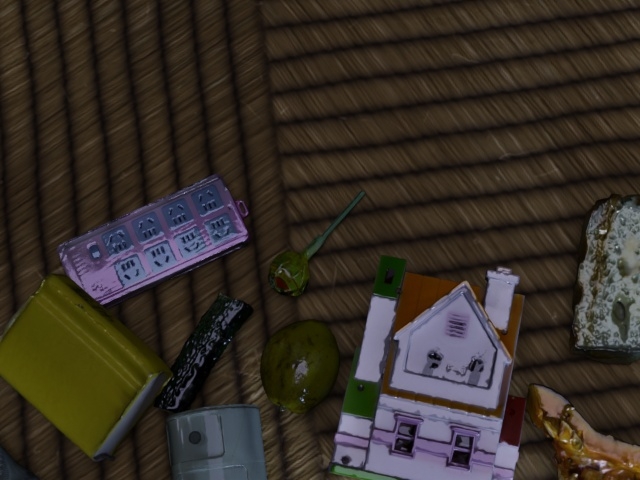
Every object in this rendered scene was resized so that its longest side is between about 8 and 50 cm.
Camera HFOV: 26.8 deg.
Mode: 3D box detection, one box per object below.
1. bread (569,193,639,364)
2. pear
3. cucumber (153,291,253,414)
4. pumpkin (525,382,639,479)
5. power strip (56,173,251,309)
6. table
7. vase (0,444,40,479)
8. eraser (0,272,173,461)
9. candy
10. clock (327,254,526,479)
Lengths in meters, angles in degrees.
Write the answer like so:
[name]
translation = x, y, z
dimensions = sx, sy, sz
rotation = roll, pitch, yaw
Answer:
[bread]
translation = 0.412, 0.052, 1.824
dimensions = 0.128, 0.088, 0.231
rotation = 6, 83, 14
[pear]
translation = -0.029, 0.169, 1.806
dimensions = 0.107, 0.107, 0.131
rotation = 23, 70, 9
[cucumber]
translation = -0.163, 0.157, 1.842
dimensions = 0.058, 0.058, 0.187
rotation = 30, 79, 10
[pumpkin]
translation = 0.345, 0.334, 1.728
dimensions = 0.281, 0.139, 0.190
rotation = 31, 79, 12
[power strip]
translation = -0.233, 0.006, 1.892
dimensions = 0.279, 0.037, 0.109
rotation = -25, 76, -3
[table]
translation = -0.130, 0.332, 1.760
dimensions = 0.126, 0.126, 0.220
rotation = -8, 77, 1
[vase]
translation = -0.478, 0.276, 1.813
dimensions = 0.219, 0.096, 0.096
rotation = 43, 82, 9
[eraser]
translation = -0.327, 0.168, 1.815
dimensions = 0.226, 0.069, 0.158
rotation = 38, 99, 16
[candy]
translation = 0.000, 0.000, 1.881
dimensions = 0.194, 0.062, 0.058
rotation = -47, 34, -17
[clock]
translation = 0.159, 0.177, 1.766
dimensions = 0.235, 0.166, 0.309
rotation = 12, 84, 6
